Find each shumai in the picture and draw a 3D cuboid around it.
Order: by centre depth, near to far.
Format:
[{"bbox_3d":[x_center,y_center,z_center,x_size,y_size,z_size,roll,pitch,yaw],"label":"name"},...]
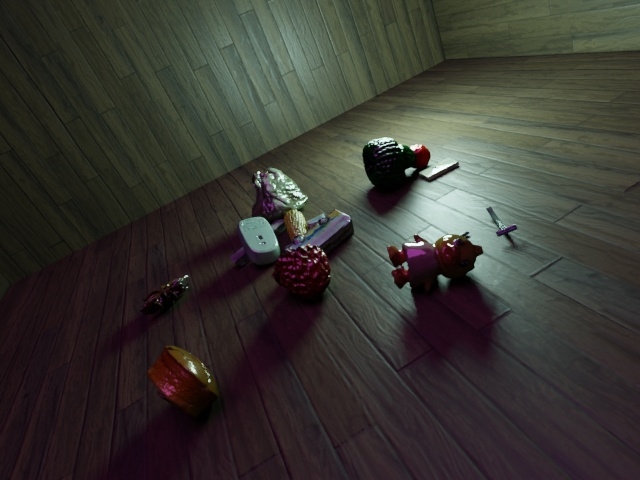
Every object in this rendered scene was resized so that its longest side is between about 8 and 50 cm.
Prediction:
[{"bbox_3d":[-0.245,-0.257,2.255,0.309,0.263,0.304,-30,14,-25],"label":"shumai"}]

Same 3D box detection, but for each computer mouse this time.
[{"bbox_3d":[-0.285,0.007,1.988,0.160,0.096,0.288,-16,45,-20],"label":"computer mouse"}]

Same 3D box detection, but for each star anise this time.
[{"bbox_3d":[-0.707,0.257,1.957,0.220,0.098,0.214,-27,14,6],"label":"star anise"}]

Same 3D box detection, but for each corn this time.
[{"bbox_3d":[-0.113,-0.068,2.031,0.102,0.101,0.310,-25,28,-1],"label":"corn"}]

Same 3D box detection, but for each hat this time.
[{"bbox_3d":[0.384,-0.405,2.099,0.333,0.242,0.274,-14,39,-8],"label":"hat"}]

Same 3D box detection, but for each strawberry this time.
[{"bbox_3d":[-0.048,0.140,1.588,0.234,0.233,0.178,-28,56,-6],"label":"strawberry"}]

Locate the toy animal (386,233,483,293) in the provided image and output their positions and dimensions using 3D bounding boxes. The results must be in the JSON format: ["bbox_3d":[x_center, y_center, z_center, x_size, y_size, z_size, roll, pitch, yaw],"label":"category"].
[{"bbox_3d":[0.372,0.064,1.367,0.282,0.195,0.169,-16,-11,24],"label":"toy animal"}]

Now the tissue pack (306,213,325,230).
[{"bbox_3d":[-0.011,-0.072,1.985,0.095,0.074,0.058,-27,31,2],"label":"tissue pack"}]

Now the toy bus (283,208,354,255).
[{"bbox_3d":[0.000,0.000,1.826,0.138,0.112,0.317,23,53,42],"label":"toy bus"}]

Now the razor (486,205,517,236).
[{"bbox_3d":[0.625,-0.067,1.508,0.068,0.037,0.191,-23,25,12],"label":"razor"}]

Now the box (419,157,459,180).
[{"bbox_3d":[0.564,-0.341,2.044,0.167,0.024,0.090,-28,28,-5],"label":"box"}]

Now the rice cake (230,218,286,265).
[{"bbox_3d":[-0.294,0.008,2.088,0.073,0.056,0.365,14,45,40],"label":"rice cake"}]

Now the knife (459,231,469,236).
[{"bbox_3d":[0.458,0.010,1.537,0.170,0.010,0.023,-29,28,-4],"label":"knife"}]

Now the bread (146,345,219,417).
[{"bbox_3d":[-0.422,0.428,1.323,0.270,0.195,0.142,9,52,51],"label":"bread"}]
